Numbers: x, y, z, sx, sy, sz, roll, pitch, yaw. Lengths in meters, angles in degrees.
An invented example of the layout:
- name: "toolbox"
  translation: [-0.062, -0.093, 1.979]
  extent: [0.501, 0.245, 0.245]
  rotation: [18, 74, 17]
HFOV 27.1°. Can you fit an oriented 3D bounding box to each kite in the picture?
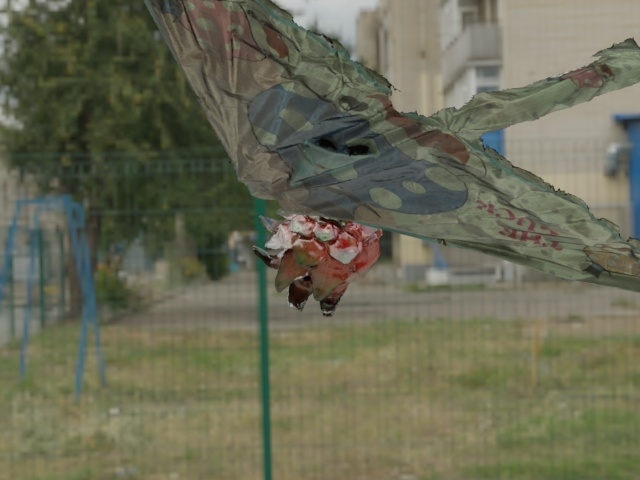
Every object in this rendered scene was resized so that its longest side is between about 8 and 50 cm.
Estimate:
- name: "kite"
  translation: [0.041, -0.049, 0.675]
  extent: [0.406, 0.014, 0.368]
  rotation: [30, -20, -22]

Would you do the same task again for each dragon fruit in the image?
- name: "dragon fruit"
  translation: [0.005, 0.004, 1.532]
  extent: [0.142, 0.121, 0.130]
  rotation: [-34, 29, 25]
